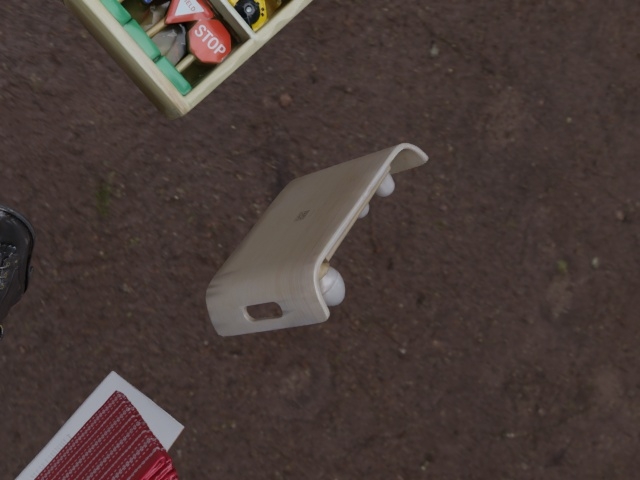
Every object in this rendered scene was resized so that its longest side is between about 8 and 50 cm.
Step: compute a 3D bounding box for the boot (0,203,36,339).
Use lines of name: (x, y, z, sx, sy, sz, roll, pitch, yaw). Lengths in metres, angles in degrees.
boot: (-0.565, 0.091, 1.664, 0.091, 0.229, 0.263, 9, 136, 3)

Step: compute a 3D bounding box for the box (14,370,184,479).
box: (-0.408, 0.416, 1.616, 0.168, 0.345, 0.215, 39, 121, -3)

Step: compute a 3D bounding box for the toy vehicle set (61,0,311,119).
toy vehicle set: (-0.115, -0.224, 0.575, 0.166, 0.035, 0.267, -47, 108, -17)

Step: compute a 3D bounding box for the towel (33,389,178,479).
towel: (-0.251, 0.271, 1.040, 0.199, 0.275, 0.031, -48, 110, -10)

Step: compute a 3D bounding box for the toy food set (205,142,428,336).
toy food set: (0.000, 0.000, 1.315, 0.092, 0.220, 0.306, 52, 51, -21)
